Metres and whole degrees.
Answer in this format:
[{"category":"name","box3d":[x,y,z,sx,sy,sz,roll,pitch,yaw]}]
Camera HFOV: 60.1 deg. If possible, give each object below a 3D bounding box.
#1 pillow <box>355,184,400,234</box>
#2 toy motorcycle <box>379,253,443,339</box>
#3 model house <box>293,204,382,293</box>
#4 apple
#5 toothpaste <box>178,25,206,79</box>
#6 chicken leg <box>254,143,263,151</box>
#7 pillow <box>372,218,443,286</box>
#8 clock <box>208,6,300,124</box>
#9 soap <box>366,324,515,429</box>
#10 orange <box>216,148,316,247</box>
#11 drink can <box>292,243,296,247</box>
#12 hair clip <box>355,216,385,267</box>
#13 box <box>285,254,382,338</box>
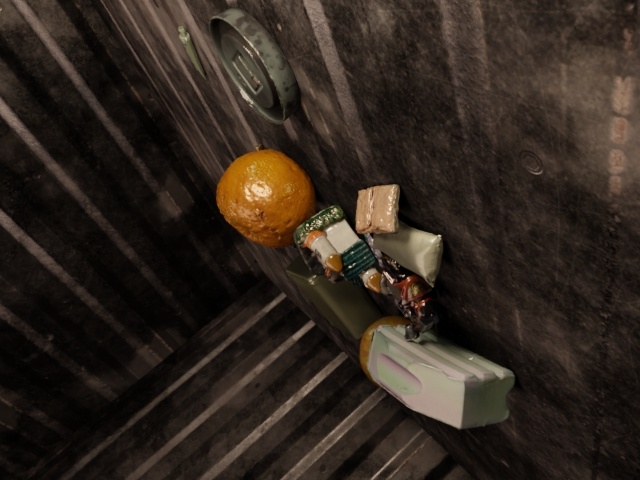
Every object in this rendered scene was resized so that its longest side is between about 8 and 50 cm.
[{"category":"pillow","box3d":[0.142,-0.079,1.425,0.232,0.043,0.126,-177,93,-72]},{"category":"toy motorcycle","box3d":[0.280,0.195,1.627,0.207,0.134,0.401,48,167,38]},{"category":"model house","box3d":[0.078,0.079,1.772,0.301,0.190,0.271,51,170,35]},{"category":"apple","box3d":[0.263,0.399,1.977,0.264,0.264,0.264,47,166,15]},{"category":"toothpaste","box3d":[-0.454,-0.662,1.953,0.067,0.037,0.255,47,170,17]},{"category":"chicken leg","box3d":[-0.193,-0.279,2.073,0.093,0.070,0.178,7,125,63]},{"category":"pillow","box3d":[0.217,0.003,1.426,0.254,0.078,0.144,36,141,49]},{"category":"clock","box3d":[-0.178,-0.466,1.491,0.325,0.067,0.325,48,166,15]},{"category":"soap","box3d":[0.324,0.390,1.664,0.446,0.261,0.156,23,110,61]},{"category":"orange","box3d":[-0.171,-0.145,1.858,0.340,0.293,0.341,30,162,10]},{"category":"drink can","box3d":[-0.127,-0.072,2.277,0.205,0.118,0.118,46,166,15]},{"category":"hair clip","box3d":[0.166,0.004,1.681,0.195,0.052,0.124,56,177,1]},{"category":"box","box3d":[0.052,0.215,2.342,0.344,0.177,0.352,53,166,-16]}]
